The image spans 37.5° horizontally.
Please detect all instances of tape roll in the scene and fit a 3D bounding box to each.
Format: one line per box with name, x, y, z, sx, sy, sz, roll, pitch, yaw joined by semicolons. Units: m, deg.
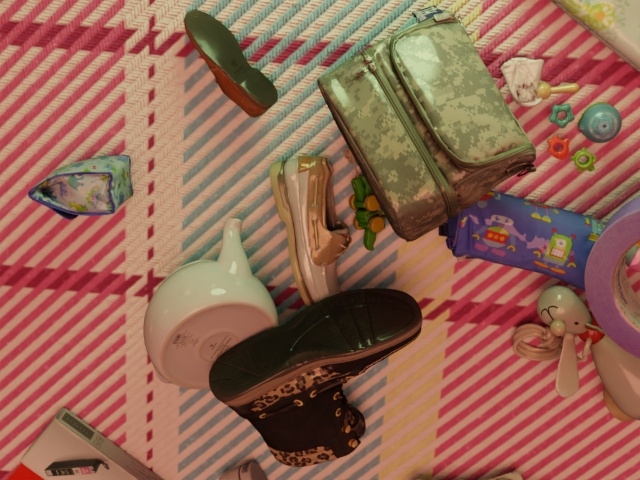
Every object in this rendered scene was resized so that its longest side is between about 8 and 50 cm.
tape roll;0.556;0.059;1.458;0.274;0.090;0.275;11;115;25

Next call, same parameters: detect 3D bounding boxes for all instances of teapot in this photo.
teapot;-0.207;0.129;1.673;0.256;0.187;0.253;-24;135;-7

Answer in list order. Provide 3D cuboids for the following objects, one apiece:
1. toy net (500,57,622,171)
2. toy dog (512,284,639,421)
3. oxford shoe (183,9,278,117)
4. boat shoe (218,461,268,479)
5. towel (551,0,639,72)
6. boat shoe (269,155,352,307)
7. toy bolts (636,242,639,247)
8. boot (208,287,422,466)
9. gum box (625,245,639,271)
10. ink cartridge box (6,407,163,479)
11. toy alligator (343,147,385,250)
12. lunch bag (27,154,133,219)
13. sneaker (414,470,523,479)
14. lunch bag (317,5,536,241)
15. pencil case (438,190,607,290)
toy net;0.392;-0.220;1.591;0.232;0.045;0.122;34;108;-4
toy dog;0.497;0.231;1.620;0.333;0.161;0.220;23;135;-3
oxford shoe;-0.166;-0.294;1.599;0.212;0.076;0.076;52;144;-1
boat shoe;-0.116;0.564;1.839;0.088;0.096;0.268;-22;103;15
towel;0.528;-0.460;1.483;0.374;0.090;0.321;36;105;-7
boat shoe;0.000;0.000;1.649;0.103;0.113;0.302;-13;106;12
toy bolts;0.629;-0.026;1.498;0.218;0.158;0.228;-41;97;6
boot;0.024;0.252;1.665;0.377;0.138;0.284;-25;134;0
gum box;0.613;-0.024;1.621;0.107;0.062;0.188;22;106;-3
ink cartridge box;-0.472;0.500;1.864;0.275;0.060;0.239;38;104;-7
toy alligator;0.084;-0.077;1.654;0.051;0.056;0.190;-22;107;-33
lunch bag;-0.416;-0.094;1.642;0.151;0.129;0.096;1;106;3
sneaker;0.314;0.486;1.797;0.290;0.106;0.123;17;76;6
lunch bag;0.170;-0.188;1.500;0.256;0.212;0.305;-28;76;2
pencil case;0.360;-0.002;1.617;0.306;0.119;0.133;14;95;0
